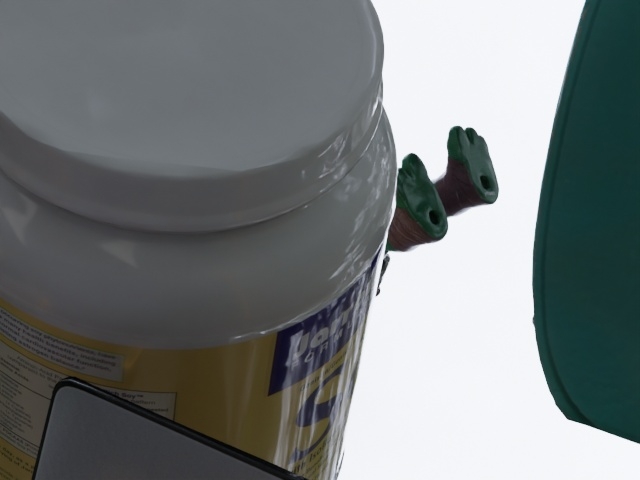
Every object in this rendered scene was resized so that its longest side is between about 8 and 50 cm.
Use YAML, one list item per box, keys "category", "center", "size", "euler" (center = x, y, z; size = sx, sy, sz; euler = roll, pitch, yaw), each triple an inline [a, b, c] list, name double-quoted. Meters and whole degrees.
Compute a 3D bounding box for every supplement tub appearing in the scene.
- category: "supplement tub"
  center: [-0.088, 0.011, 1.029]
  size: [0.241, 0.241, 0.331]
  euler: [18, -43, 7]

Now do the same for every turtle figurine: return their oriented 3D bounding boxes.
- category: "turtle figurine"
  center: [0.000, 0.000, 1.296]
  size: [0.234, 0.175, 0.118]
  euler: [-23, -67, 36]

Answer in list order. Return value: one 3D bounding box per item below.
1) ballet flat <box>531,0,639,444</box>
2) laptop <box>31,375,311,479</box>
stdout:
- category: "ballet flat"
  center: [0.172, -0.126, 0.405]
  size: [0.147, 0.147, 0.409]
  euler: [20, -68, 6]
- category: "laptop"
  center: [-0.070, 0.293, 0.710]
  size: [0.408, 0.236, 0.382]
  euler: [19, -82, 35]
